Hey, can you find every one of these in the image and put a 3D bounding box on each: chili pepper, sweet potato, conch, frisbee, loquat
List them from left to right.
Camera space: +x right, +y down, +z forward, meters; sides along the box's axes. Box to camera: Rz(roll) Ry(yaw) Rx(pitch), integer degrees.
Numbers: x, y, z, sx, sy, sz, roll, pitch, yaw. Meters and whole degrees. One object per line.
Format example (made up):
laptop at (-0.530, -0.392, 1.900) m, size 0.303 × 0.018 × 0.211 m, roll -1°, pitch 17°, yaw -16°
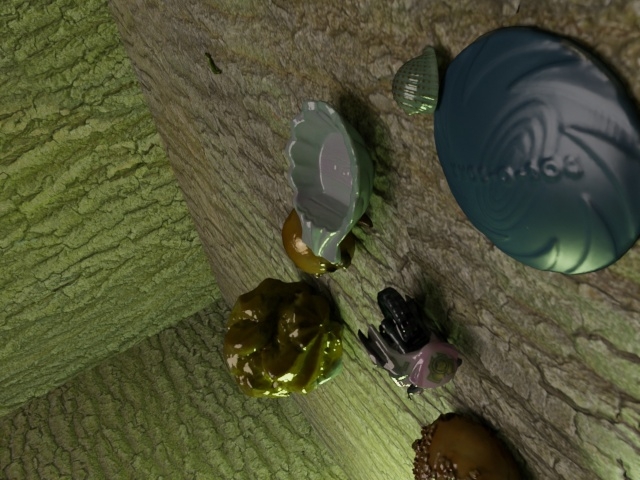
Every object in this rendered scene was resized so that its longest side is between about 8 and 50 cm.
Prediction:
chili pepper at (-0.298, -0.484, 1.377) m, size 0.083 × 0.017 × 0.030 m, roll 58°, pitch 159°, yaw 13°
loquat at (0.000, 0.000, 1.064) m, size 0.204 × 0.149 × 0.172 m, roll 48°, pitch 166°, yaw 41°
sweet potato at (0.071, -0.053, 1.013) m, size 0.115 × 0.026 × 0.026 m, roll 42°, pitch 152°, yaw 51°
conch at (0.120, -0.197, 0.631) m, size 0.076 × 0.056 × 0.085 m, roll -107°, pitch 6°, yaw -54°
frisbee at (0.217, -0.084, 0.560) m, size 0.289 × 0.049 × 0.290 m, roll 50°, pitch 158°, yaw 30°

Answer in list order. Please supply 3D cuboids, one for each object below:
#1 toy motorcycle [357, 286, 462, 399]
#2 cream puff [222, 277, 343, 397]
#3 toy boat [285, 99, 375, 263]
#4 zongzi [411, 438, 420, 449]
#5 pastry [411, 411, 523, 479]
toy motorcycle at (0.172, 0.223, 0.953) m, size 0.188 × 0.143 × 0.327 m, roll 49°, pitch 164°, yaw 32°
cream puff at (-0.099, 0.273, 1.456) m, size 0.378 × 0.378 × 0.275 m, roll 57°, pitch 160°, yaw 13°
toy boat at (0.024, -0.107, 0.895) m, size 0.199 × 0.100 × 0.291 m, roll 37°, pitch 132°, yaw 42°
zongzi at (0.281, 0.548, 1.272) m, size 0.083 × 0.040 × 0.076 m, roll 54°, pitch 156°, yaw -13°
pastry at (0.298, 0.503, 0.979) m, size 0.311 × 0.161 × 0.255 m, roll 65°, pitch 163°, yaw -4°
